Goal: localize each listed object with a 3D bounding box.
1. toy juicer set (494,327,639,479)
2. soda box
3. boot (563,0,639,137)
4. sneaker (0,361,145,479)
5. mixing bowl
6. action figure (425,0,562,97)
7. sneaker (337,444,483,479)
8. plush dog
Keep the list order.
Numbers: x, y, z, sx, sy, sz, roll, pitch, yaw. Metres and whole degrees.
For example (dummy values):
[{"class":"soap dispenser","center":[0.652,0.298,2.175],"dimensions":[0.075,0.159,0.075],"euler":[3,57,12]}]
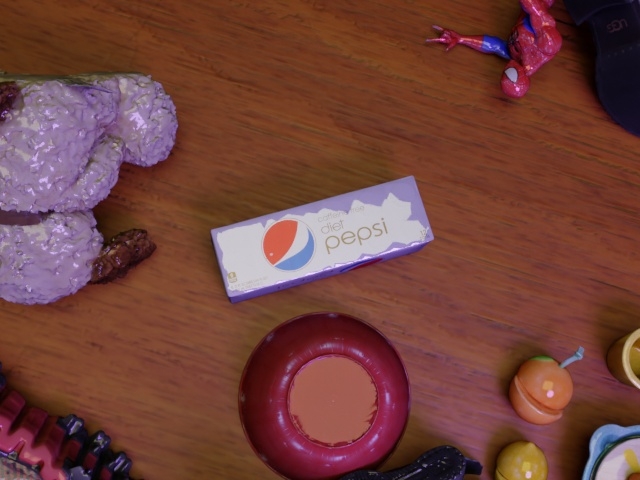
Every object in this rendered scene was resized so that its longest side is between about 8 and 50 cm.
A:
[{"class":"toy juicer set","center":[0.286,0.258,0.807],"dimensions":[0.209,0.089,0.328],"euler":[-8,81,-6]},{"class":"soda box","center":[0.000,0.000,0.840],"dimensions":[0.216,0.069,0.073],"euler":[-15,81,-8]},{"class":"boot","center":[0.378,-0.269,0.896],"dimensions":[0.229,0.091,0.263],"euler":[-45,116,-29]},{"class":"sneaker","center":[-0.291,0.218,0.769],"dimensions":[0.276,0.097,0.135],"euler":[38,98,-9]},{"class":"mixing bowl","center":[0.008,0.156,0.799],"dimensions":[0.182,0.098,0.181],"euler":[1,80,-3]},{"class":"action figure","center":[0.214,-0.295,0.897],"dimensions":[0.139,0.091,0.280],"euler":[16,78,-8]},{"class":"sneaker","center":[0.088,0.248,0.796],"dimensions":[0.170,0.089,0.051],"euler":[-18,53,-8]},{"class":"plush dog","center":[-0.277,-0.045,0.783],"dimensions":[0.263,0.210,0.225],"euler":[2,107,-2]}]
